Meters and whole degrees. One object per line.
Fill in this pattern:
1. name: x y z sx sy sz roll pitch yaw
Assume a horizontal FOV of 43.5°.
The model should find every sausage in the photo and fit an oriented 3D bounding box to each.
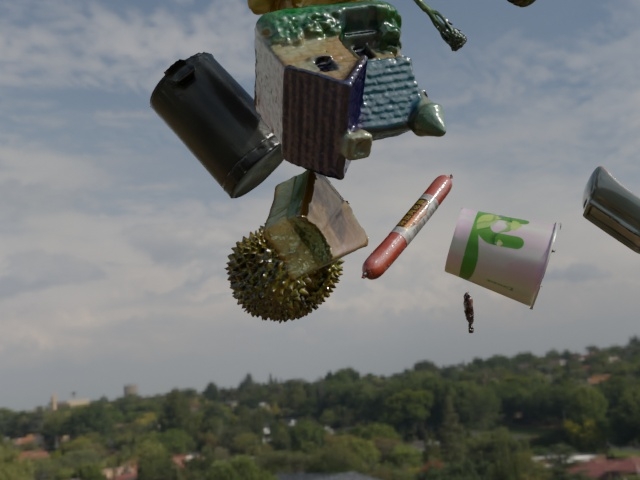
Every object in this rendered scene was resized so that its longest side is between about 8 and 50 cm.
1. sausage: 0.128 -0.023 1.145 0.034 0.034 0.253 -18 23 50

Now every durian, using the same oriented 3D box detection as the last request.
1. durian: -0.078 0.075 1.924 0.293 0.258 0.258 -26 -10 -2

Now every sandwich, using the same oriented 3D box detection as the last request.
1. sandwich: 0.000 0.000 1.544 0.108 0.186 0.220 -24 -56 28

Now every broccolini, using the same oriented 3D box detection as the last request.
1. broccolini: 0.173 -0.350 1.248 0.030 0.140 0.035 -46 -9 28

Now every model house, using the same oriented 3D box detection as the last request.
1. model house: 0.061 -0.268 1.469 0.312 0.280 0.245 -11 -48 -21

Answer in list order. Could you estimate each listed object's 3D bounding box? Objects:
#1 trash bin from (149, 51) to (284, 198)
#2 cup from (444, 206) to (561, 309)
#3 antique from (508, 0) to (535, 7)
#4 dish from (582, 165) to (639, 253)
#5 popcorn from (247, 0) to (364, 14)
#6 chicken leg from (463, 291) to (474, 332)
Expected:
1. trash bin: -0.238 -0.275 1.924 0.203 0.301 0.252 -42 -6 -9
2. cup: 0.497 0.035 2.218 0.274 0.253 0.253 17 -5 14
3. antique: 0.359 -0.565 1.605 0.081 0.221 0.080 -31 -15 -50
4. dish: 0.649 -0.051 1.716 0.077 0.212 0.151 -49 -18 -9
5. popcorn: -0.004 -0.635 1.712 0.354 0.390 0.344 13 -3 34
6. chicken leg: 0.300 0.145 1.621 0.021 0.083 0.036 -5 1 1
